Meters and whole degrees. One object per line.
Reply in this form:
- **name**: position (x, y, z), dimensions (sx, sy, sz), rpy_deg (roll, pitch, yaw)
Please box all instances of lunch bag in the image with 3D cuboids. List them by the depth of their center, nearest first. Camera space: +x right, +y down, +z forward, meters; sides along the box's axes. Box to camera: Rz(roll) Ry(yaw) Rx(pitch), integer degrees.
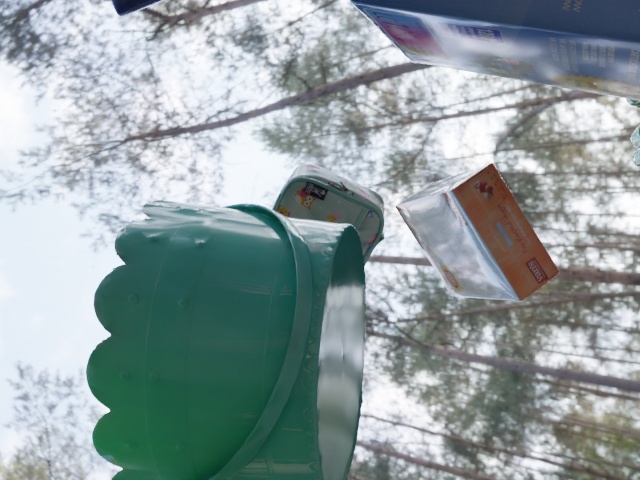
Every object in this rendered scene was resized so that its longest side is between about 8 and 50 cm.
- **lunch bag**: position (0.000, 0.000, 1.620), dimensions (0.224, 0.108, 0.279), rpy_deg (25, -66, -1)

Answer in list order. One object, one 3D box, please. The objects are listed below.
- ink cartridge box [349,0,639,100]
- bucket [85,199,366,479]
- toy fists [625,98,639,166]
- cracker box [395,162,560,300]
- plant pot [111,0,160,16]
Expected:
- **ink cartridge box**: position (0.260, -0.230, 0.762), dimensions (0.270, 0.395, 0.151), rpy_deg (1, -79, -70)
- **bucket**: position (-0.065, 0.099, 0.730), dimensions (0.281, 0.183, 0.281), rpy_deg (2, -90, -78)
- **toy fists**: position (0.525, -0.193, 1.210), dimensions (0.142, 0.096, 0.279), rpy_deg (-6, -95, -2)
- **cracker box**: position (0.193, -0.005, 1.050), dimensions (0.067, 0.232, 0.156), rpy_deg (-33, -86, -10)
- **plant pot**: position (-0.251, -0.549, 1.424), dimensions (0.236, 0.236, 0.212), rpy_deg (-48, -59, -51)
